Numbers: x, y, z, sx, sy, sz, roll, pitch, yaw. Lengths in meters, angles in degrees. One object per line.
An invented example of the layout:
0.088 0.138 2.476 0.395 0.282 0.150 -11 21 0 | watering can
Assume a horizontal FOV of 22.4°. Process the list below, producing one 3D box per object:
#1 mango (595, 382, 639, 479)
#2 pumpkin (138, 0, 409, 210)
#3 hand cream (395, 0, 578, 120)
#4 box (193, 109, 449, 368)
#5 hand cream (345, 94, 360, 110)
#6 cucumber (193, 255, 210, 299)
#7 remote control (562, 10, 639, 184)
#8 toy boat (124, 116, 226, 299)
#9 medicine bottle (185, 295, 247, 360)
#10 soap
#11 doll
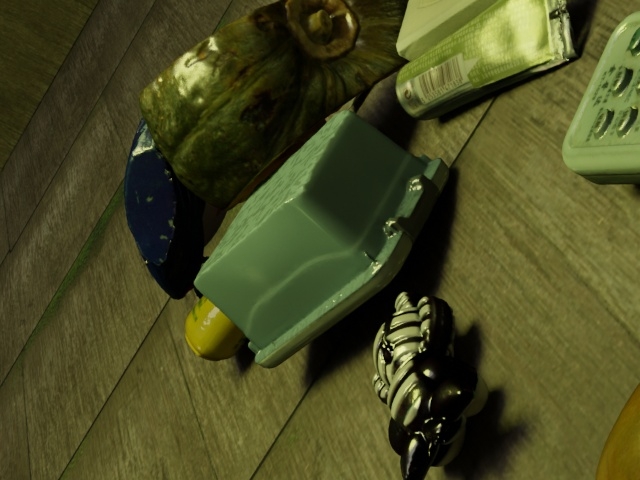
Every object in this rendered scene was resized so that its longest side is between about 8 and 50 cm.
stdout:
0.238 0.071 0.803 0.253 0.113 0.138 -52 18 7 | mango
-0.037 -0.149 1.569 0.280 0.139 0.190 -33 -6 -34 | pumpkin
0.142 -0.159 1.405 0.235 0.055 0.086 -26 71 54 | hand cream
0.000 0.000 1.429 0.227 0.130 0.162 -40 14 47 | box
0.066 -0.229 1.685 0.186 0.054 0.087 -58 24 28 | hand cream
-0.119 0.047 1.770 0.053 0.053 0.181 -60 19 5 | cucumber
0.269 -0.092 0.995 0.128 0.065 0.335 -63 20 -9 | remote control
-0.136 -0.044 1.732 0.318 0.072 0.219 29 -114 -75 | toy boat
-0.041 0.009 1.612 0.260 0.064 0.095 -51 2 15 | medicine bottle
0.151 -0.237 1.464 0.183 0.063 0.121 -29 37 53 | soap
0.078 0.105 1.204 0.091 0.067 0.219 -59 15 17 | doll
